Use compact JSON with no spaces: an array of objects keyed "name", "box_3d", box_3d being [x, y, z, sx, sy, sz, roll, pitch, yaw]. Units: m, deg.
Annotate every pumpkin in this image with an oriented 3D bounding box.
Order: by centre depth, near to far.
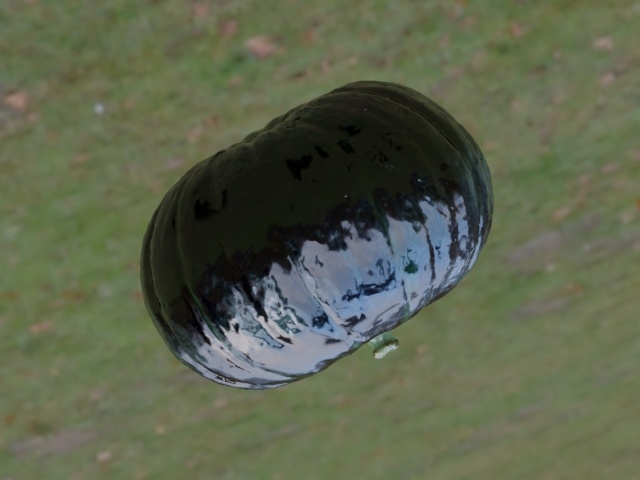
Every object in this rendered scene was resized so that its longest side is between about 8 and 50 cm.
[{"name":"pumpkin","box_3d":[0.000,0.000,1.014,0.202,0.140,0.202,-31,-174,4]}]
